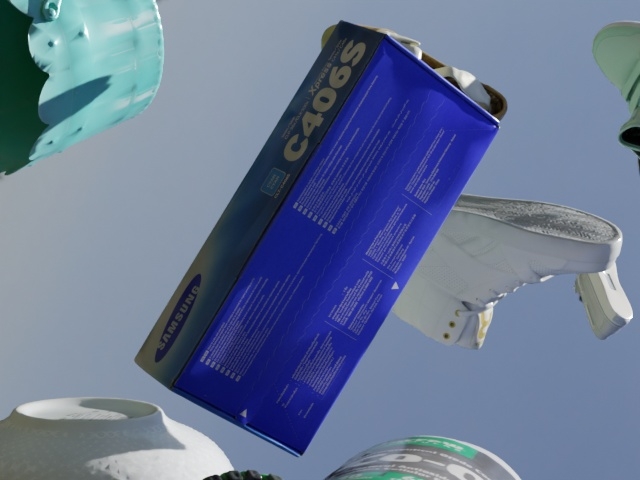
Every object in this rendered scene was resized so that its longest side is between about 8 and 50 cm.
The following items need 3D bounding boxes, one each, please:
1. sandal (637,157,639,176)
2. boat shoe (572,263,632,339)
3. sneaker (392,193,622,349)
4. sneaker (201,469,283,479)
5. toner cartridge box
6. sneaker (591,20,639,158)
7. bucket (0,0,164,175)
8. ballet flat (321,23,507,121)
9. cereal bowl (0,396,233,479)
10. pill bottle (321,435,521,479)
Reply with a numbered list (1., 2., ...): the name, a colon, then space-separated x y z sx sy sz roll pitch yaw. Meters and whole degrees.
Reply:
1. sandal: 0.486 -0.139 2.325 0.054 0.097 0.254 -97 178 -50
2. boat shoe: 0.389 0.065 2.413 0.063 0.066 0.184 -48 -140 29
3. sneaker: 0.204 0.044 1.912 0.293 0.108 0.169 10 -71 36
4. sneaker: -0.149 0.326 1.636 0.134 0.344 0.146 65 -25 21
5. toner cartridge box: 0.000 0.000 1.477 0.075 0.165 0.347 28 -95 54
6. sneaker: 0.382 -0.172 1.993 0.256 0.151 0.094 44 -46 34
7. bucket: -0.314 -0.219 1.828 0.183 0.281 0.281 -26 164 -39
8. ballet flat: 0.111 -0.190 1.901 0.073 0.232 0.080 -29 -137 53
9. cereal bowl: -0.251 0.249 1.819 0.339 0.339 0.141 -167 -103 -76
10. pill bottle: 0.068 0.258 1.293 0.204 0.204 0.361 -65 170 6
